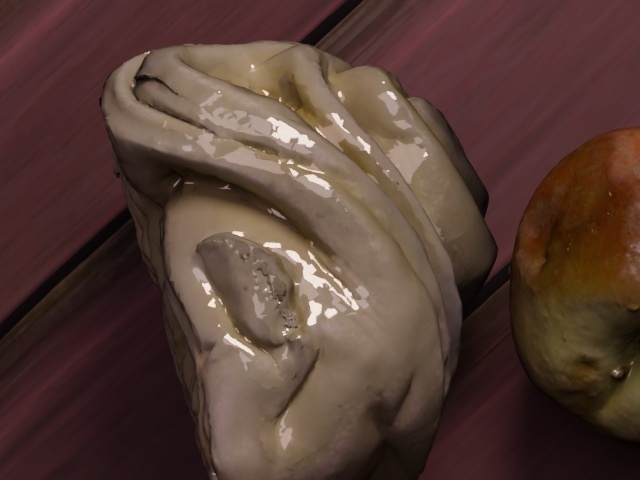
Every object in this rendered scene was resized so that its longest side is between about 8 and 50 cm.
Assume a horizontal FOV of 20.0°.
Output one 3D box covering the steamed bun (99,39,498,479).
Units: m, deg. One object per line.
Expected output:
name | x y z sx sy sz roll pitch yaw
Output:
steamed bun | 0.000 0.000 1.207 0.237 0.346 0.394 -16 41 -6

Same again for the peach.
peach | 0.226 0.018 1.191 0.214 0.214 0.235 -4 29 14
